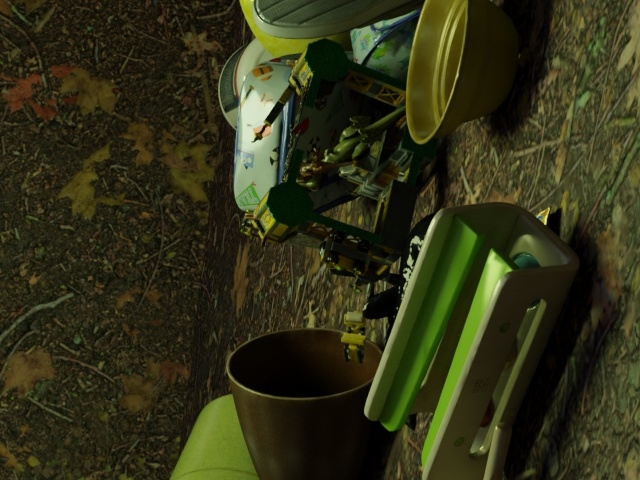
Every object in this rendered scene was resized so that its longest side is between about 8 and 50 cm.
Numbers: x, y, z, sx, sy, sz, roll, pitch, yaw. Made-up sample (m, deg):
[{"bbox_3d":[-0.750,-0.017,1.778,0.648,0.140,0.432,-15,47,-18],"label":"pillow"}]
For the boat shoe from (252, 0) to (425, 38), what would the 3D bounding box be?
[{"bbox_3d":[0.055,-0.319,2.039,0.094,0.302,0.109,99,151,-63],"label":"boat shoe"}]

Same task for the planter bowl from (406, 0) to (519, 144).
[{"bbox_3d":[0.176,-0.213,1.827,0.217,0.090,0.217,-171,90,-77],"label":"planter bowl"}]

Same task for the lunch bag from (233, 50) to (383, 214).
[{"bbox_3d":[-0.011,-0.149,2.250,0.303,0.115,0.243,-22,-62,-59],"label":"lunch bag"}]

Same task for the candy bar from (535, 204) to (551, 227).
[{"bbox_3d":[0.217,-0.002,1.672,0.161,0.018,0.040,145,133,-71],"label":"candy bar"}]

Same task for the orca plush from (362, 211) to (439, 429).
[{"bbox_3d":[0.095,0.092,1.937,0.151,0.102,0.287,-99,22,-54],"label":"orca plush"}]

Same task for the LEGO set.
[{"bbox_3d":[0.022,-0.083,2.057,0.192,0.255,0.331,132,147,-62],"label":"LEGO set"}]

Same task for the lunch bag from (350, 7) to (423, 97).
[{"bbox_3d":[0.108,-0.303,2.196,0.151,0.096,0.129,-53,25,35],"label":"lunch bag"}]

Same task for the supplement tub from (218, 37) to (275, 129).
[{"bbox_3d":[-0.073,-0.266,2.701,0.272,0.191,0.191,179,99,-76],"label":"supplement tub"}]

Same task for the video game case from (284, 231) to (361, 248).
[{"bbox_3d":[0.000,0.000,2.361,0.087,0.122,0.011,144,134,-72],"label":"video game case"}]

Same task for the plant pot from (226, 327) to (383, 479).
[{"bbox_3d":[-0.015,0.269,2.136,0.215,0.215,0.230,-113,19,-67],"label":"plant pot"}]

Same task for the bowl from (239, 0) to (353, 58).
[{"bbox_3d":[0.025,-0.410,2.349,0.156,0.289,0.289,0,80,44],"label":"bowl"}]

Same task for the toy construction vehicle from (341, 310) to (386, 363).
[{"bbox_3d":[0.070,0.123,2.048,0.098,0.086,0.035,78,-158,-46],"label":"toy construction vehicle"}]

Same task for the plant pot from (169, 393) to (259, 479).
[{"bbox_3d":[-0.127,0.388,2.423,0.254,0.276,0.276,-78,6,-51],"label":"plant pot"}]

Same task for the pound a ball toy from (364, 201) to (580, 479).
[{"bbox_3d":[0.176,0.149,1.572,0.208,0.136,0.319,47,131,42],"label":"pound a ball toy"}]
